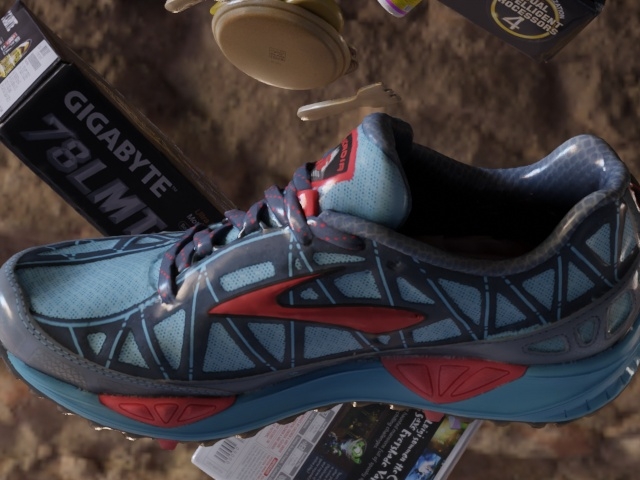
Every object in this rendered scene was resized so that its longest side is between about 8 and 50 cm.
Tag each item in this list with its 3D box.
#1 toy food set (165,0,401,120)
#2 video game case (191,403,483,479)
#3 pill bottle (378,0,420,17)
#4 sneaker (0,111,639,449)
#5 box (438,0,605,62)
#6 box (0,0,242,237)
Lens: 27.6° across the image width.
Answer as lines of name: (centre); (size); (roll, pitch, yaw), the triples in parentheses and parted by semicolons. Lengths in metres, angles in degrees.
toy food set: (-0.028, -0.175, 1.113); (0.132, 0.039, 0.192); (-8, -35, 43)
video game case: (0.022, 0.140, 1.009); (0.173, 0.190, 0.022); (32, -9, 15)
pill bottle: (0.092, -0.252, 1.226); (0.043, 0.043, 0.083); (27, -55, -38)
sneaker: (0.000, 0.000, 0.505); (0.261, 0.104, 0.125); (-3, -51, -5)
box: (0.125, -0.385, 1.102); (0.318, 0.395, 0.097); (29, -32, -11)
box: (-0.124, -0.036, 0.961); (0.073, 0.293, 0.295); (-44, -66, 1)
